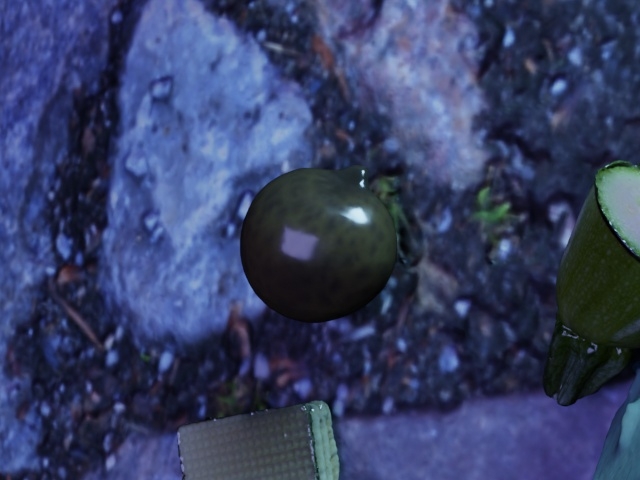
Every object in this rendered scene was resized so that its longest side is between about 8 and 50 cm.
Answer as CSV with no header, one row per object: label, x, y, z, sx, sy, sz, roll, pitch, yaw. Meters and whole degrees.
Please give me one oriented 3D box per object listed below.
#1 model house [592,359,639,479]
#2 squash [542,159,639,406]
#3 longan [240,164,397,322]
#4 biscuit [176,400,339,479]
model house,0.242,0.118,0.909,0.149,0.119,0.148,25,136,-2
squash,0.173,0.034,0.998,0.105,0.105,0.132,54,131,26
longan,0.000,0.000,1.106,0.113,0.092,0.113,-4,82,32
biscuit,-0.034,0.215,1.142,0.121,0.040,0.199,-13,79,31
